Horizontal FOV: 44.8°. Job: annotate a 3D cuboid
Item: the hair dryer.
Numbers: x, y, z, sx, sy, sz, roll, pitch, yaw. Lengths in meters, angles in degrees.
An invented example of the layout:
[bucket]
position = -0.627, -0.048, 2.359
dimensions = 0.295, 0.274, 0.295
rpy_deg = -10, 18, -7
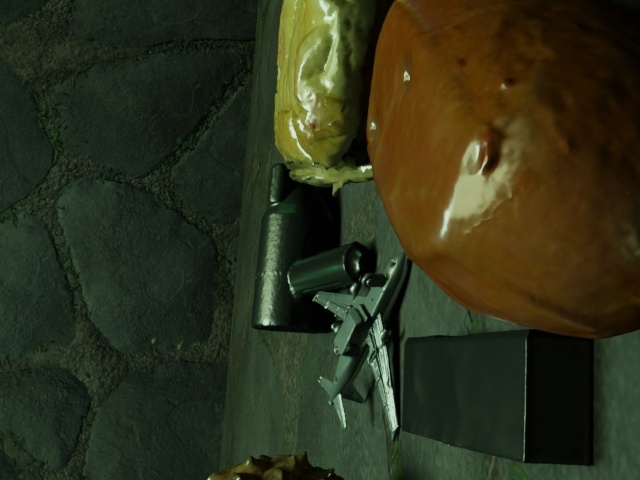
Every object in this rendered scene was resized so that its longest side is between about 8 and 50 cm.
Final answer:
[hair dryer]
position = 0.000, 0.000, 1.070
dimensions = 0.302, 0.116, 0.244
rpy_deg = 162, 114, -65

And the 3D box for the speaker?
[speaker]
position = 0.114, 0.105, 0.551
dimensions = 0.218, 0.044, 0.082
rpy_deg = 143, 131, -74

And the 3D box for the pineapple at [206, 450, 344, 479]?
[pineapple]
position = 0.012, 0.331, 0.626
dimensions = 0.357, 0.223, 0.222
rpy_deg = 24, 109, 59

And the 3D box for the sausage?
[sausage]
position = 0.108, -0.057, 0.415
dimensions = 0.268, 0.141, 0.153
rpy_deg = -102, 20, -54

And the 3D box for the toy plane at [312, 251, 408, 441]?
[toy plane]
position = 0.046, 0.105, 0.851
dimensions = 0.226, 0.058, 0.226
rpy_deg = -122, 36, -46

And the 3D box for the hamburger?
[hamburger]
position = 0.047, -0.165, 0.716
dimensions = 0.209, 0.162, 0.329
rpy_deg = -109, 29, -58
